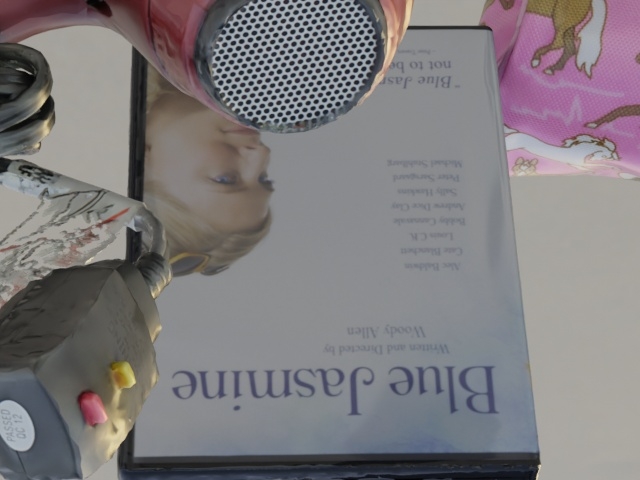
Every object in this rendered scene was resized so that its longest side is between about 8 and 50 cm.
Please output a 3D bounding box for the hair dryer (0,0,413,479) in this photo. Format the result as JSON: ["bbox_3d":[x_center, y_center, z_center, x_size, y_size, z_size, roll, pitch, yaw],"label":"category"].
[{"bbox_3d":[-0.086,-0.077,0.530,0.223,0.293,0.080,18,136,21],"label":"hair dryer"}]

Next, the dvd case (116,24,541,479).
[{"bbox_3d":[0.000,0.000,0.893,0.180,0.253,0.022,0,144,-3],"label":"dvd case"}]

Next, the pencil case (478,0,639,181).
[{"bbox_3d":[0.270,-0.068,1.035,0.386,0.160,0.167,13,-150,0],"label":"pencil case"}]
